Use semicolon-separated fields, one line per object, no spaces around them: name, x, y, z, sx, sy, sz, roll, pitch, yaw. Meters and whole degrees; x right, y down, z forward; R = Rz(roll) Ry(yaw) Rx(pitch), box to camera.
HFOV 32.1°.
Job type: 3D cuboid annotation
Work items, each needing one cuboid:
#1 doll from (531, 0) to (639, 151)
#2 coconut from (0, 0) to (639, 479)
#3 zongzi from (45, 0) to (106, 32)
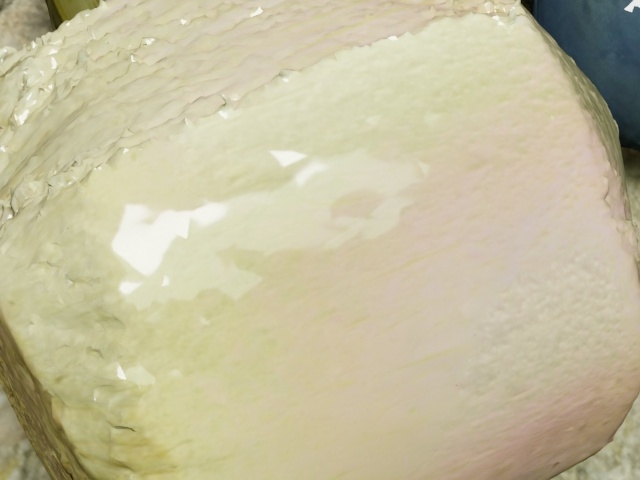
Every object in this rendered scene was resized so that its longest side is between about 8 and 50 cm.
doll;0.192;-0.175;0.713;0.228;0.154;0.258;-32;87;-24
coconut;0.000;0.000;0.520;0.309;0.297;0.298;-28;80;-20
zongzi;-0.089;-0.223;0.685;0.228;0.115;0.256;-24;68;-23
